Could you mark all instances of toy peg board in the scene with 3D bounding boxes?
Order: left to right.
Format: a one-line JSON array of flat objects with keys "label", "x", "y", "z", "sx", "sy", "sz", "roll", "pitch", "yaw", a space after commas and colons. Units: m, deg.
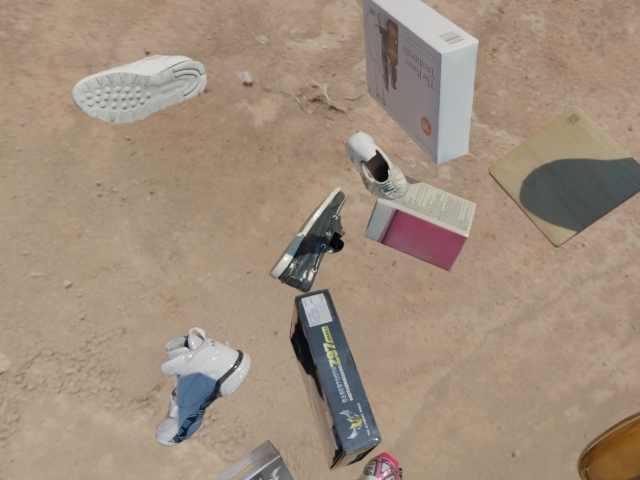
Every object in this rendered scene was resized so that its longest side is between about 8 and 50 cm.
[{"label": "toy peg board", "x": 0.372, "y": -0.087, "z": 0.850, "sx": 0.161, "sy": 0.161, "sz": 0.079, "roll": -36, "pitch": 152, "yaw": 8}]

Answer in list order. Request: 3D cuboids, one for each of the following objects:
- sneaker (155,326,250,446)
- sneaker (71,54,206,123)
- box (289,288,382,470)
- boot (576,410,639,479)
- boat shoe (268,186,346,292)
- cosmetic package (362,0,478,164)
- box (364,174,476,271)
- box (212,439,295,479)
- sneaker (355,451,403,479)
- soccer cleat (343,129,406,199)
[{"label": "sneaker", "x": -0.384, "y": 0.402, "z": 1.562, "sx": 0.210, "sy": 0.137, "sz": 0.366, "roll": 41, "pitch": 100, "yaw": -19}, {"label": "sneaker", "x": -0.320, "y": -0.272, "z": 0.975, "sx": 0.235, "sy": 0.095, "sz": 0.090, "roll": -23, "pitch": 138, "yaw": -35}, {"label": "box", "x": 0.013, "y": 0.215, "z": 0.848, "sx": 0.059, "sy": 0.232, "sz": 0.183, "roll": -13, "pitch": 154, "yaw": -12}, {"label": "boot", "x": 0.387, "y": 0.250, "z": 0.503, "sx": 0.295, "sy": 0.211, "sz": 0.104, "roll": -34, "pitch": 112, "yaw": 31}, {"label": "boat shoe", "x": 0.002, "y": -0.002, "z": 1.352, "sx": 0.113, "sy": 0.340, "sz": 0.127, "roll": 38, "pitch": 131, "yaw": -4}, {"label": "cosmetic package", "x": 0.222, "y": -0.402, "z": 1.331, "sx": 0.097, "sy": 0.377, "sz": 0.284, "roll": -22, "pitch": 136, "yaw": -9}, {"label": "box", "x": 0.247, "y": -0.050, "z": 1.390, "sx": 0.232, "sy": 0.148, "sz": 0.127, "roll": 23, "pitch": 132, "yaw": 7}, {"label": "box", "x": -0.107, "y": 0.483, "z": 0.945, "sx": 0.183, "sy": 0.056, "sz": 0.231, "roll": -31, "pitch": 115, "yaw": -19}, {"label": "sneaker", "x": 0.156, "y": 0.599, "z": 1.381, "sx": 0.121, "sy": 0.299, "sz": 0.112, "roll": 32, "pitch": 72, "yaw": 18}, {"label": "soccer cleat", "x": 0.102, "y": -0.112, "z": 0.957, "sx": 0.068, "sy": 0.076, "sz": 0.196, "roll": -40, "pitch": 142, "yaw": 8}]
